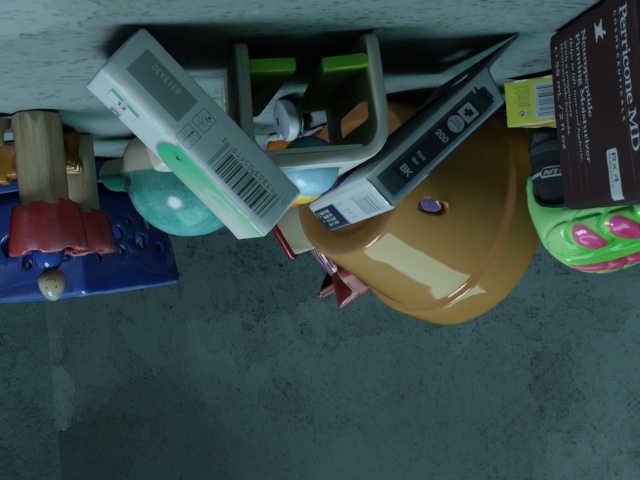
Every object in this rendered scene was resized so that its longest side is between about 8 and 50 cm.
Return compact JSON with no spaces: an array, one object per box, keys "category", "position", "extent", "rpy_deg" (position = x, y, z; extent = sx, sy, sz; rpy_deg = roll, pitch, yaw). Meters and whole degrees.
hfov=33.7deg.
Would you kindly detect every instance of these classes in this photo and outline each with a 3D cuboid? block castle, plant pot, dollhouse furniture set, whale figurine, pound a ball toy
[{"category":"block castle","position":[-0.485,-0.014,1.240],"extent":[0.453,0.213,0.303],"rpy_deg":[-5,179,-4]},{"category":"plant pot","position":[0.109,-0.052,1.339],"extent":[0.203,0.291,0.290],"rpy_deg":[16,165,-40]},{"category":"dollhouse furniture set","position":[0.000,0.000,1.613],"extent":[0.152,0.201,0.374],"rpy_deg":[-28,-169,16]},{"category":"whale figurine","position":[-0.199,-0.074,1.473],"extent":[0.216,0.141,0.272],"rpy_deg":[-6,180,-26]},{"category":"pound a ball toy","position":[-0.066,-0.098,1.028],"extent":[0.208,0.136,0.319],"rpy_deg":[-6,179,-9]},{"category":"plant pot","position":[-0.394,-0.016,1.700],"extent":[0.235,0.212,0.236],"rpy_deg":[-5,179,30]}]

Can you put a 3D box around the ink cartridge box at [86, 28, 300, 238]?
[{"category":"ink cartridge box","position":[-0.126,-0.078,0.912],"extent":[0.056,0.181,0.224],"rpy_deg":[-49,-166,-17]}]

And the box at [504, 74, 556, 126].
[{"category":"box","position":[0.323,-0.169,1.301],"extent":[0.087,0.058,0.232],"rpy_deg":[-3,-179,40]}]

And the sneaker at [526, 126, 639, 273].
[{"category":"sneaker","position":[0.436,-0.139,1.093],"extent":[0.482,0.202,0.185],"rpy_deg":[-21,153,5]}]

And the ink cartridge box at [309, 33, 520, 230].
[{"category":"ink cartridge box","position":[0.097,-0.099,1.042],"extent":[0.208,0.045,0.206],"rpy_deg":[-44,-174,-14]}]

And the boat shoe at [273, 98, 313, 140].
[{"category":"boat shoe","position":[-0.030,-0.144,1.253],"extent":[0.040,0.049,0.142],"rpy_deg":[-11,-174,-6]}]

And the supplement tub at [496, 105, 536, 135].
[{"category":"supplement tub","position":[0.249,-0.136,1.504],"extent":[0.197,0.106,0.106],"rpy_deg":[-6,179,21]}]

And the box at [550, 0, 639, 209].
[{"category":"box","position":[0.310,-0.120,0.895],"extent":[0.167,0.169,0.203],"rpy_deg":[-5,179,-6]}]

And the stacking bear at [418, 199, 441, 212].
[{"category":"stacking bear","position":[0.270,-0.113,1.631],"extent":[0.289,0.164,0.175],"rpy_deg":[-15,159,30]}]

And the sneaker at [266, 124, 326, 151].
[{"category":"sneaker","position":[-0.002,-0.131,1.525],"extent":[0.175,0.067,0.064],"rpy_deg":[-8,176,39]}]
